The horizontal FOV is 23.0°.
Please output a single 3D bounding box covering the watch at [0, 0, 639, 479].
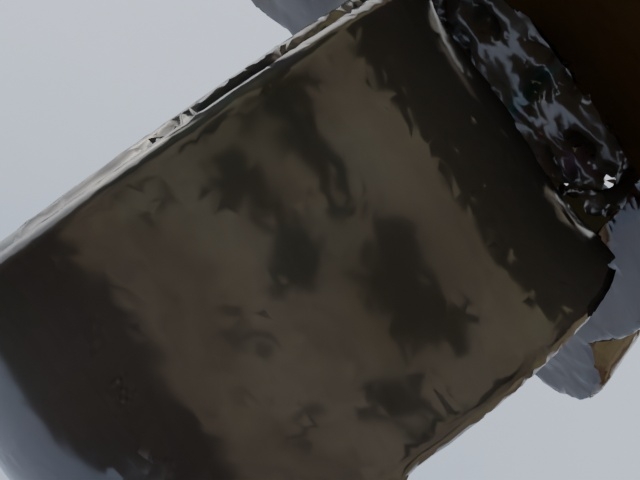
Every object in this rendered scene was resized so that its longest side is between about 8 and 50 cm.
[{"bbox_3d":[0.000,0.000,0.673,0.327,0.335,0.314,-38,-84,-23],"label":"watch"}]
